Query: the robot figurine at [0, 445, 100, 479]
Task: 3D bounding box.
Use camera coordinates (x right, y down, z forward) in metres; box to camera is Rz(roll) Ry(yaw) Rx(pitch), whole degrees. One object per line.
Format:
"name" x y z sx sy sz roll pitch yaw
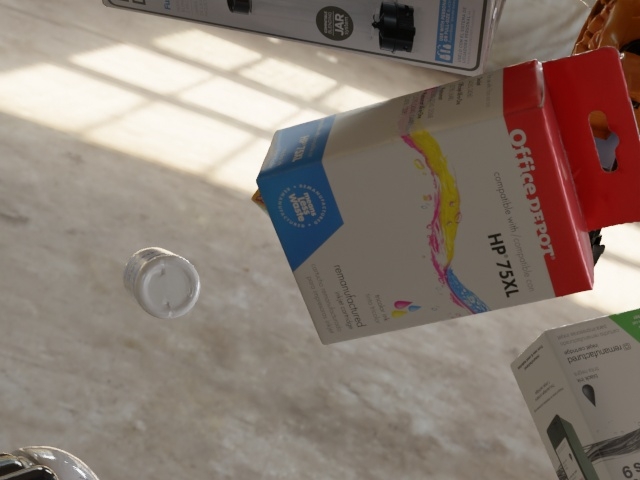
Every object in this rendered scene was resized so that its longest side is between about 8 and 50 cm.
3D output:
"robot figurine" -0.306 0.274 0.958 0.278 0.174 0.209 -12 8 -38

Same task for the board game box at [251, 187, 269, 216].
"board game box" 0.000 0.000 1.502 0.124 0.039 0.259 31 -10 28

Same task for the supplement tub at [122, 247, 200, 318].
"supplement tub" -0.175 0.045 1.234 0.071 0.071 0.107 16 -1 -20

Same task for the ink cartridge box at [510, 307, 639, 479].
"ink cartridge box" 0.408 0.247 1.465 0.211 0.121 0.289 -11 65 -23

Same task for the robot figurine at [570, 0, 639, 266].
"robot figurine" 0.215 -0.085 0.910 0.085 0.291 0.211 18 59 6

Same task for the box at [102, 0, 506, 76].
"box" -0.003 -0.228 0.823 0.290 0.087 0.169 13 53 12

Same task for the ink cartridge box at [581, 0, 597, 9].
"ink cartridge box" 0.445 -0.368 1.269 0.117 0.283 0.207 43 -8 7

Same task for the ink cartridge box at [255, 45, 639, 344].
"ink cartridge box" 0.091 -0.027 0.729 0.231 0.134 0.078 -14 27 17
